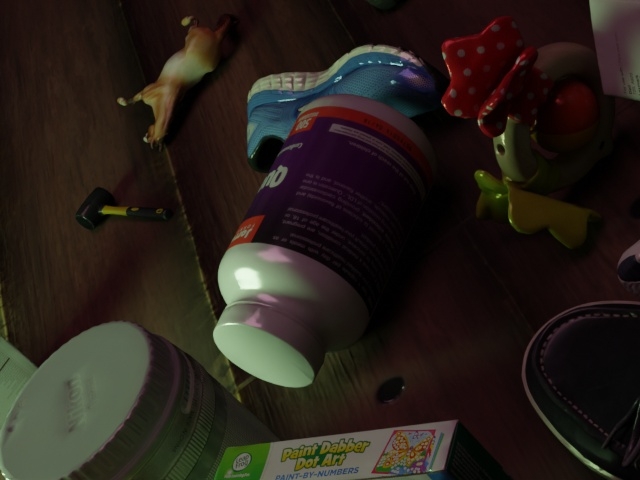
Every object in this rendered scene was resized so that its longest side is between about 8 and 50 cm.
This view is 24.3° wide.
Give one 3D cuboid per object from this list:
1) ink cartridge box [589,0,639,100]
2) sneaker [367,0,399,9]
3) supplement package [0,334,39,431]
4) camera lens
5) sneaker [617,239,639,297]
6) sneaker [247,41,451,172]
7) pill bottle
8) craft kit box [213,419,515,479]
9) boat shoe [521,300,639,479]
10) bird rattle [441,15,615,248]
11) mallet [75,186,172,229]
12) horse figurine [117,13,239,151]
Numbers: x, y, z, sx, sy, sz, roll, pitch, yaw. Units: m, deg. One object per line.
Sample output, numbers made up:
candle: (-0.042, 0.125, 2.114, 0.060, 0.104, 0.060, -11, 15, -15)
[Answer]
ink cartridge box: (0.439, -0.216, 1.485, 0.201, 0.117, 0.278, -27, 25, -28)
sneaker: (0.114, -0.465, 2.179, 0.109, 0.130, 0.286, -17, 63, 44)
supplement package: (-0.476, 0.174, 1.938, 0.134, 0.244, 0.139, 12, 60, 50)
camera lens: (-0.162, 0.239, 1.512, 0.219, 0.274, 0.219, -27, 36, 22)
sneaker: (0.381, -0.043, 1.435, 0.235, 0.094, 0.153, -34, 32, 13)
sneaker: (0.033, -0.151, 1.917, 0.330, 0.130, 0.147, -13, 57, 42)
pill bottle: (0.000, 0.000, 1.700, 0.182, 0.181, 0.323, -5, 48, 43)
craft kit box: (0.074, 0.253, 1.277, 0.247, 0.250, 0.061, -14, 42, 34)
boat shoe: (0.333, 0.140, 1.225, 0.187, 0.156, 0.500, -50, 32, -8)
bird rattle: (0.227, -0.129, 1.574, 0.207, 0.253, 0.143, -32, 26, -29)
mallet: (-0.282, -0.050, 2.189, 0.190, 0.039, 0.062, -2, 48, 38)
horse figurine: (-0.219, -0.269, 2.340, 0.263, 0.066, 0.174, -50, 28, -7)
